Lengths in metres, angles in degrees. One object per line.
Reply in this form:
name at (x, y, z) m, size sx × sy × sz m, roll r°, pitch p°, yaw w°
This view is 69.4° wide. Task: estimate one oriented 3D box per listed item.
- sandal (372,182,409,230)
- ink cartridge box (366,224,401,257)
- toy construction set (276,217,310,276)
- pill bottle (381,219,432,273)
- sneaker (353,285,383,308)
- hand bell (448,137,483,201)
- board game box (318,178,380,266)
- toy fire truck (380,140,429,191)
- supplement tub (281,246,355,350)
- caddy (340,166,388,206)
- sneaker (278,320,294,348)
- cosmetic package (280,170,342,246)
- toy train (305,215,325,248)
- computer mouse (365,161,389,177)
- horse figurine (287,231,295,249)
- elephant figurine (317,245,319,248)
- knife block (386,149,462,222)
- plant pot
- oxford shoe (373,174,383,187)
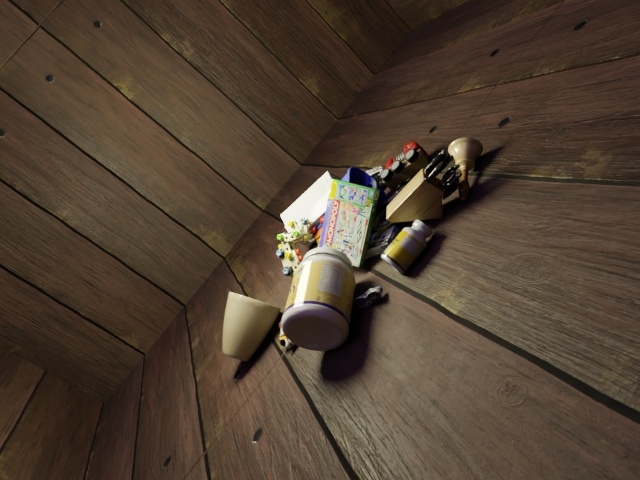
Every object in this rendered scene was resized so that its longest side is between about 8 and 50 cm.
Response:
sandal at (0.331, -0.137, 1.848) m, size 0.302 × 0.086 × 0.120 m, roll -31°, pitch 55°, yaw 15°
ink cartridge box at (0.228, 0.012, 1.882) m, size 0.207 × 0.046 × 0.097 m, roll -23°, pitch 32°, yaw 50°
toy construction set at (-0.112, 0.062, 2.279) m, size 0.215 × 0.151 × 0.328 m, roll -30°, pitch 58°, yaw 25°
pill bottle at (0.307, 0.020, 1.626) m, size 0.184 × 0.103 × 0.103 m, roll -50°, pitch 21°, yaw -1°
sneaker at (0.177, 0.203, 1.664) m, size 0.135 × 0.052 × 0.058 m, roll -33°, pitch 9°, yaw 44°
hand bell at (0.526, -0.243, 1.679) m, size 0.126 × 0.126 × 0.242 m, roll -26°, pitch 43°, yaw 46°
board game box at (0.111, -0.073, 1.877) m, size 0.213 × 0.046 × 0.317 m, roll 18°, pitch 104°, yaw 33°
toy fire truck at (0.386, -0.360, 2.103) m, size 0.217 × 0.158 × 0.246 m, roll -37°, pitch 34°, yaw 31°
supplement tub at (0.002, 0.210, 1.707) m, size 0.241 × 0.241 × 0.331 m, roll -34°, pitch 28°, yaw 35°
caddy at (0.189, -0.187, 2.037) m, size 0.179 × 0.241 × 0.341 m, roll -45°, pitch 21°, yaw 30°
sneaker at (-0.151, 0.399, 1.950) m, size 0.084 × 0.069 × 0.185 m, roll -49°, pitch 19°, yaw -12°
cosmetic package at (-0.015, -0.160, 2.423) m, size 0.365 × 0.155 × 0.197 m, roll -40°, pitch 56°, yaw 24°
toy train at (0.000, 0.000, 2.323) m, size 0.248 × 0.105 × 0.143 m, roll -45°, pitch 36°, yaw 38°
computer mouse at (0.290, -0.341, 2.307) m, size 0.193 × 0.042 × 0.106 m, roll -23°, pitch 28°, yaw -1°
horse figurine at (-0.100, -0.061, 2.650) m, size 0.263 × 0.066 × 0.174 m, roll -35°, pitch 30°, yaw 36°
elephant figurine at (0.061, 0.053, 2.028) m, size 0.186 × 0.169 × 0.239 m, roll 95°, pitch -167°, yaw -76°
knife block at (0.362, -0.194, 1.652) m, size 0.275 × 0.242 × 0.088 m, roll -5°, pitch 36°, yaw 14°
plant pot at (-0.347, 0.408, 2.143) m, size 0.256 × 0.256 × 0.274 m, roll -4°, pitch 66°, yaw 63°
oxford shoe at (0.226, -0.216, 2.260) m, size 0.227 × 0.083 × 0.096 m, roll -48°, pitch 4°, yaw -1°
